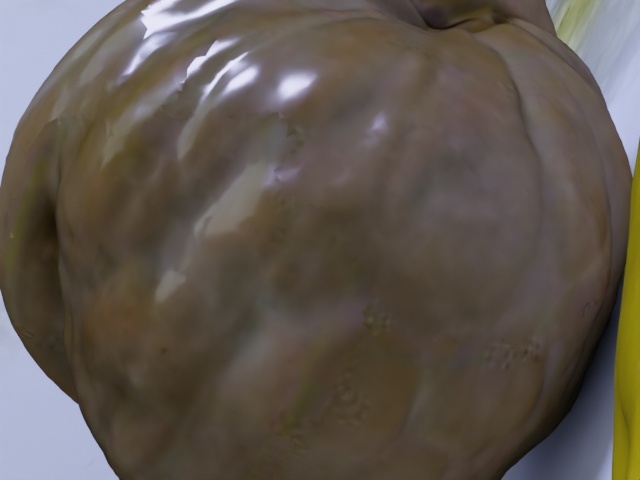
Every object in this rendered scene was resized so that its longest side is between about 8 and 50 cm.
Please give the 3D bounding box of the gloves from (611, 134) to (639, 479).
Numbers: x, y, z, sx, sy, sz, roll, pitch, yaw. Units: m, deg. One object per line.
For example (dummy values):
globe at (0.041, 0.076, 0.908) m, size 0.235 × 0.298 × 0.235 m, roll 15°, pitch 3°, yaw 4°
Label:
gloves at (0.108, 0.028, 0.371) m, size 0.133 × 0.116 × 0.294 m, roll 59°, pitch -139°, yaw -60°

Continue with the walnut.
walnut at (0.000, 0.000, 0.749) m, size 0.285 × 0.285 × 0.296 m, roll -64°, pitch 25°, yaw 26°
